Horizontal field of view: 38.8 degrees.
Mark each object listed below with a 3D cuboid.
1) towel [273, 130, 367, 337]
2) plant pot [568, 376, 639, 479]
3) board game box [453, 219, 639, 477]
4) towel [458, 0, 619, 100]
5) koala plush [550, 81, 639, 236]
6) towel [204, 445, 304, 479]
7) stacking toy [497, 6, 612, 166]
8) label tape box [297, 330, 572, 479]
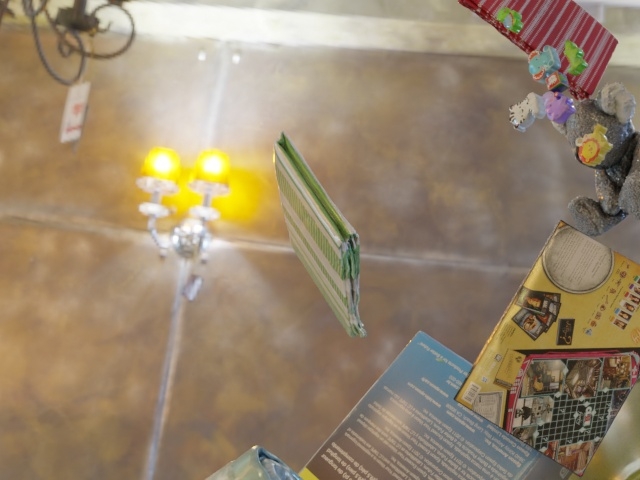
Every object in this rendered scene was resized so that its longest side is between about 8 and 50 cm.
[{"bbox_3d":[0.000,0.000,1.484,0.038,0.248,0.325,-28,-31,-11],"label":"towel"},{"bbox_3d":[0.484,0.362,1.198,0.366,0.367,0.353,3,0,15],"label":"plant pot"},{"bbox_3d":[0.285,0.123,1.048,0.165,0.243,0.042,31,-4,10],"label":"board game box"},{"bbox_3d":[0.375,-0.373,1.546,0.275,0.199,0.031,38,-38,-3],"label":"towel"},{"bbox_3d":[0.504,-0.157,1.572,0.221,0.203,0.196,52,-26,-2],"label":"koala plush"},{"bbox_3d":[-0.065,0.409,0.889,0.374,0.320,0.090,48,3,-24],"label":"towel"},{"bbox_3d":[0.334,-0.227,1.326,0.167,0.221,0.052,18,-37,-35],"label":"stacking toy"},{"bbox_3d":[0.121,0.321,1.153,0.249,0.348,0.115,32,-11,43],"label":"label tape box"}]
